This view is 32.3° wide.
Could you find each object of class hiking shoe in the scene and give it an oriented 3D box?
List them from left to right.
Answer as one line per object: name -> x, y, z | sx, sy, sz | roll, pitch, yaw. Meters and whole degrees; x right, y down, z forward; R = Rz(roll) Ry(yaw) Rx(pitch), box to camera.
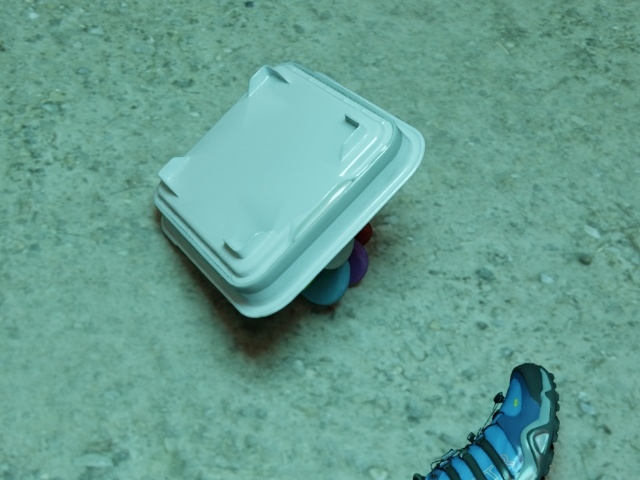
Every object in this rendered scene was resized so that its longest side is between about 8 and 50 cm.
hiking shoe -> 0.170, 0.251, 1.184 | 0.132, 0.113, 0.304 | 19, 57, 8

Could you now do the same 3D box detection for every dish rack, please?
dish rack -> -0.060, -0.084, 1.293 | 0.285, 0.072, 0.333 | -45, 38, -4

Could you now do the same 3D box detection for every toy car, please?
toy car -> 0.000, 0.000, 1.345 | 0.136, 0.159, 0.182 | 35, 47, -27
